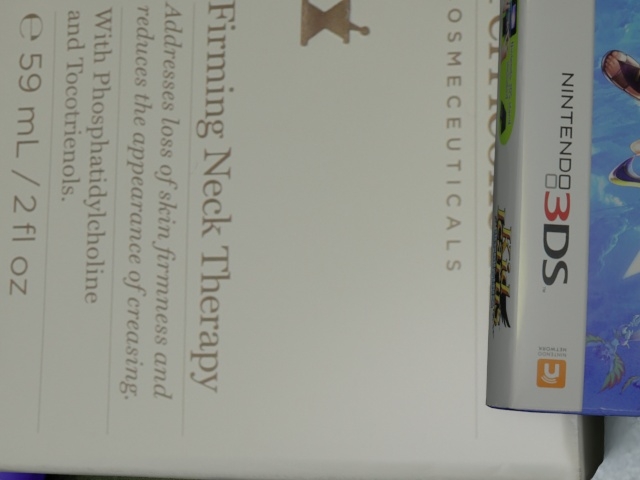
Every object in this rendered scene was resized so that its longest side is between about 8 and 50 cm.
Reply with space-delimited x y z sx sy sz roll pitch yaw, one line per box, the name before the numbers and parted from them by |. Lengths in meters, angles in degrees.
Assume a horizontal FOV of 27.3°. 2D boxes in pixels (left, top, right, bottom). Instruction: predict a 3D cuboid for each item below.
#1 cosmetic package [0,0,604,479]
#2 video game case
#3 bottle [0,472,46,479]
cosmetic package | 0.000 0.000 0.947 0.393 0.327 0.330 -1 83 15
video game case | 0.231 -0.023 0.723 0.269 0.061 0.244 3 85 -6
bottle | -0.358 0.270 1.136 0.118 0.092 0.283 40 95 15
